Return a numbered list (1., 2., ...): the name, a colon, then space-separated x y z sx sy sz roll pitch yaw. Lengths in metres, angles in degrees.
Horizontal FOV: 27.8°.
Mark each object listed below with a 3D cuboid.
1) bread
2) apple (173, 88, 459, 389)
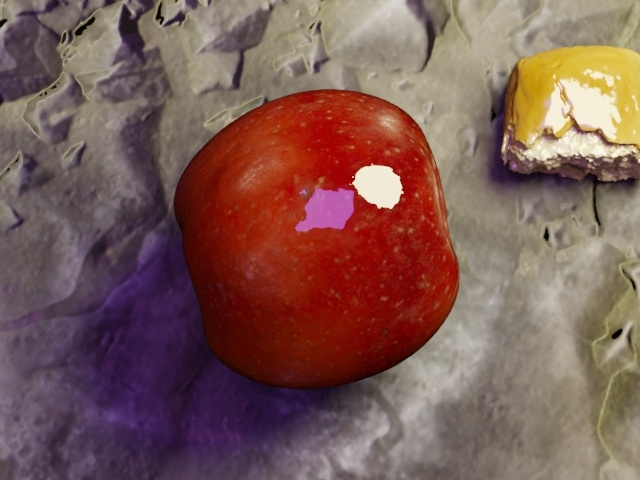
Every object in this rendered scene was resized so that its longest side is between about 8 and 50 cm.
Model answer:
1. bread: 0.208 -0.103 1.043 0.125 0.082 0.106 0 82 6
2. apple: 0.000 0.000 0.960 0.201 0.218 0.218 -15 75 0
